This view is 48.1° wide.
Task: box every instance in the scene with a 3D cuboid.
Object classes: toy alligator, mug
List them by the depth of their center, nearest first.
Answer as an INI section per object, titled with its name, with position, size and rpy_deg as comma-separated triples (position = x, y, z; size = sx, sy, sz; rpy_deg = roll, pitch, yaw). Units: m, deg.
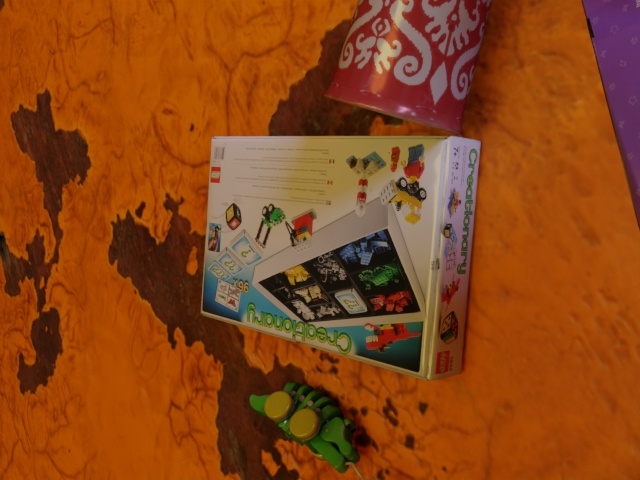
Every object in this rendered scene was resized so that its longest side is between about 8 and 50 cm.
[mug]
position = 0.066, -0.185, 0.567
size = 0.150, 0.113, 0.170
rpy_deg = 25, 105, 40
[toy alligator]
position = 0.007, 0.177, 0.674
size = 0.189, 0.056, 0.051
rpy_deg = 23, 66, 42

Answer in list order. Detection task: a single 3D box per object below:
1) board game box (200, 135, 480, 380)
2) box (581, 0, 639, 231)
[board game box]
position = 0.000, 0.000, 0.672
size = 0.305, 0.053, 0.193
rpy_deg = 9, 96, 44
[box]
position = 0.220, 0.003, 0.352
size = 0.057, 0.200, 0.294
rpy_deg = -18, 77, 42
